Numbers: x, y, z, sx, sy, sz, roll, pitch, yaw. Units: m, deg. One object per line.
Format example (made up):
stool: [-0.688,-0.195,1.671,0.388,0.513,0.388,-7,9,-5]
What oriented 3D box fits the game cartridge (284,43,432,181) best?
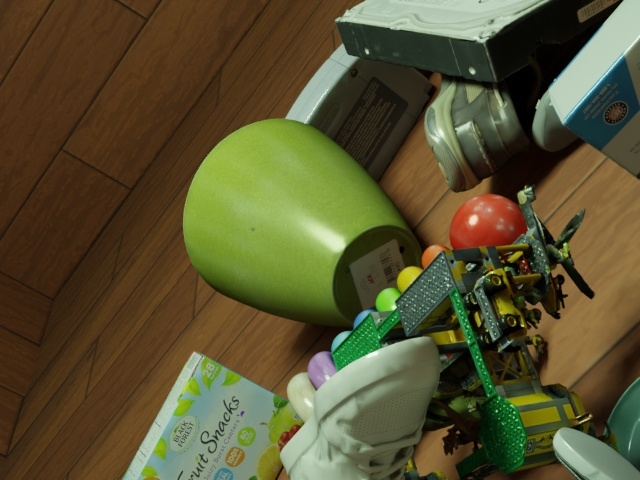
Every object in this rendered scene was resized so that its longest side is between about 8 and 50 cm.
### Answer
game cartridge: [0.032,-0.156,1.694,0.062,0.198,0.297,36,95,48]

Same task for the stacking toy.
stacking toy: [0.113,0.089,1.255,0.330,0.141,0.141,-51,20,7]

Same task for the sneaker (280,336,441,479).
sneaker: [0.056,0.206,0.950,0.292,0.108,0.169,114,139,-57]

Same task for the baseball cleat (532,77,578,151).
baseball cleat: [0.306,-0.158,1.215,0.206,0.072,0.109,-57,32,33]

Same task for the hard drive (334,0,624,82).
hard drive: [0.198,-0.296,1.423,0.237,0.064,0.339,-31,26,-18]

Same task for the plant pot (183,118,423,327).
plant pot: [0.000,0.000,1.500,0.275,0.275,0.293,-59,34,-1]

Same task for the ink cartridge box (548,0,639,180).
ink cartridge box: [0.312,-0.113,0.949,0.139,0.190,0.082,-50,20,22]

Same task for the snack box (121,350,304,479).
snack box: [-0.141,0.279,1.505,0.207,0.174,0.070,-61,18,-9]

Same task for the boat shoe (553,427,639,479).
boat shoe: [0.225,0.194,0.826,0.049,0.142,0.040,-9,-49,-56]

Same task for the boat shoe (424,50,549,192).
boat shoe: [0.224,-0.185,1.415,0.130,0.132,0.355,-17,32,24]

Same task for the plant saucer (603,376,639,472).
plant saucer: [0.275,0.154,0.901,0.119,0.021,0.119,-48,22,27]

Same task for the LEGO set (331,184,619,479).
LEGO set: [0.166,0.134,1.035,0.255,0.192,0.331,68,148,31]
